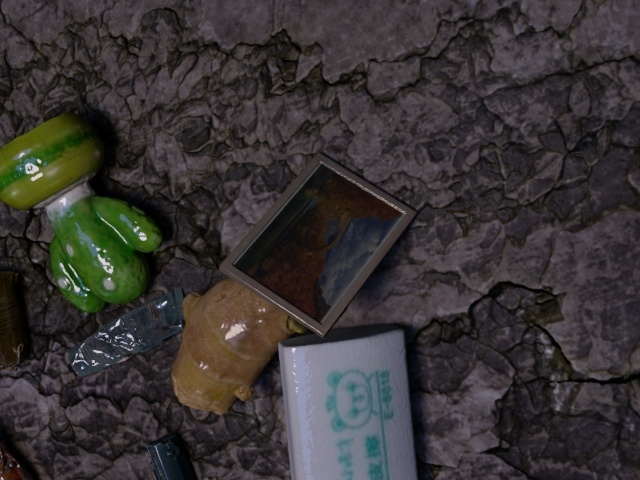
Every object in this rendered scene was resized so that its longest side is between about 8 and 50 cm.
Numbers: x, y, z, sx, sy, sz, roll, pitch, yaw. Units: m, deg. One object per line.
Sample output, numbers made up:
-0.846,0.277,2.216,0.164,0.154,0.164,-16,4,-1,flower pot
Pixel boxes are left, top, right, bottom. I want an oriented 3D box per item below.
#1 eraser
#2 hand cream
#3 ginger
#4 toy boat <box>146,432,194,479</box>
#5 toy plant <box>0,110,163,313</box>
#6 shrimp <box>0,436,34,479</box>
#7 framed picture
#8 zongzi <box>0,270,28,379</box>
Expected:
0.044,0.280,1.207,0.189,0.104,0.290,-7,93,-11,eraser
-0.327,0.164,1.375,0.248,0.052,0.075,-28,86,19,hand cream
-0.103,0.122,1.261,0.354,0.126,0.190,-38,72,15,ginger
-0.241,0.395,1.364,0.060,0.055,0.141,-25,87,42,toy boat
-0.383,-0.038,1.337,0.224,0.184,0.316,-24,103,24,toy plant
-0.565,0.458,1.451,0.145,0.116,0.343,-15,86,-4,shrimp
0.000,0.000,1.184,0.184,0.016,0.250,33,63,14,framed picture
-0.604,0.145,1.463,0.184,0.084,0.187,-2,99,33,zongzi
